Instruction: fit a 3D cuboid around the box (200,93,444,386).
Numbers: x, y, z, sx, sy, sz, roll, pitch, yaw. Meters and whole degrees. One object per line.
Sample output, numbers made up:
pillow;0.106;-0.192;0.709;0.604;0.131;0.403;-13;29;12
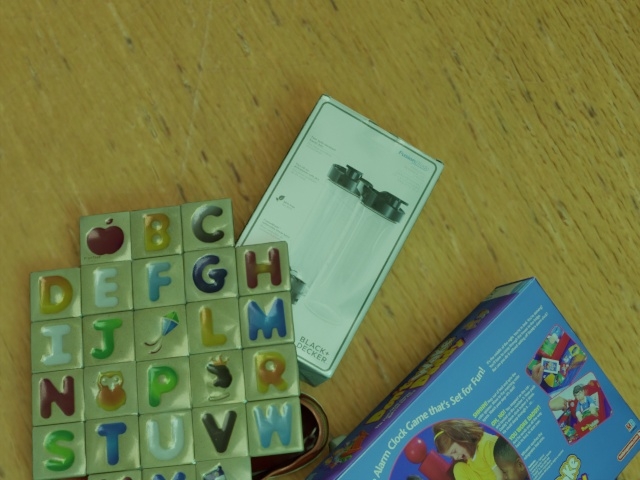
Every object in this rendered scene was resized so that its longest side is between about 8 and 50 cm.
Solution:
box;0.000;0.000;1.453;0.169;0.087;0.290;29;73;-3

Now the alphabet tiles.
alphabet tiles;-0.167;0.125;1.345;0.285;0.011;0.343;-7;71;4

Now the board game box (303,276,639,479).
board game box;0.175;0.237;1.373;0.347;0.078;0.233;-41;98;-28

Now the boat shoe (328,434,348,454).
boat shoe;0.086;0.301;1.405;0.070;0.078;0.219;-32;93;-18

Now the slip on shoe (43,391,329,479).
slip on shoe;-0.143;0.235;1.359;0.331;0.101;0.123;-15;81;-13

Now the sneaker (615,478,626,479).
sneaker;0.315;0.327;1.458;0.067;0.042;0.118;13;66;-12
